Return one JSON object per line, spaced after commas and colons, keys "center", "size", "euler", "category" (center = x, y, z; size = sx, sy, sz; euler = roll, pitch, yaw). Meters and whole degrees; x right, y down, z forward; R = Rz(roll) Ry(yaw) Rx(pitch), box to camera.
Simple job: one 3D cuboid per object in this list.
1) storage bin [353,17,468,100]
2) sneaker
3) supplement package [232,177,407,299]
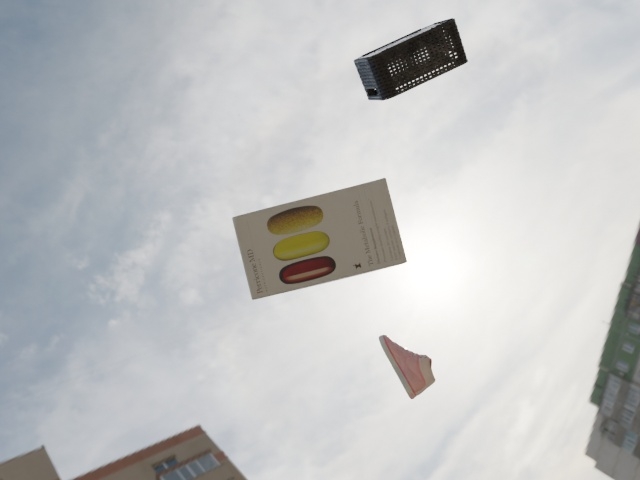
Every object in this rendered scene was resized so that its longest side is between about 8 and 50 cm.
{"center": [0.167, -0.339, 1.062], "size": [0.180, 0.122, 0.084], "euler": [-25, -71, -6], "category": "storage bin"}
{"center": [0.163, 0.218, 1.037], "size": [0.070, 0.134, 0.051], "euler": [-31, -39, 2], "category": "sneaker"}
{"center": [0.000, 0.000, 0.914], "size": [0.244, 0.134, 0.139], "euler": [-15, -92, 2], "category": "supplement package"}
